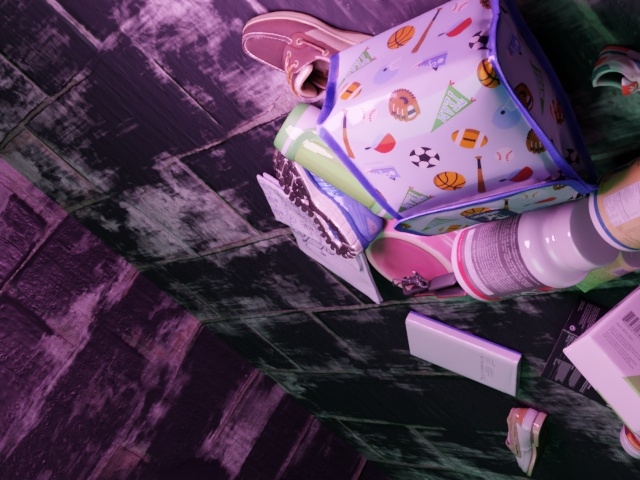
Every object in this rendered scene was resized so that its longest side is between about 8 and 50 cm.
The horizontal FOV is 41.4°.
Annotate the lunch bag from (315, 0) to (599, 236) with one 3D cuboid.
[{"bbox_3d":[0.233,-0.163,1.379,0.328,0.239,0.385,-15,135,32],"label":"lunch bag"}]

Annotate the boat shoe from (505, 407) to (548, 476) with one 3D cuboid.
[{"bbox_3d":[0.607,0.587,2.504,0.103,0.113,0.302,20,141,26],"label":"boat shoe"}]

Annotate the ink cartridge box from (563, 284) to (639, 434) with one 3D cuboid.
[{"bbox_3d":[0.617,0.186,1.537,0.198,0.273,0.115,51,159,12],"label":"ink cartridge box"}]

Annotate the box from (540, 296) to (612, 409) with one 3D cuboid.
[{"bbox_3d":[0.623,0.259,1.908,0.184,0.103,0.261,27,154,17],"label":"box"}]

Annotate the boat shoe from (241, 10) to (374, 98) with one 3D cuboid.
[{"bbox_3d":[-0.017,-0.326,1.565,0.342,0.123,0.123,21,152,22],"label":"boat shoe"}]

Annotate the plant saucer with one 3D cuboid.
[{"bbox_3d":[0.227,0.030,1.968,0.332,0.084,0.332,25,154,13],"label":"plant saucer"}]

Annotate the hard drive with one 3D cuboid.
[{"bbox_3d":[0.393,0.312,2.325,0.319,0.040,0.210,20,151,23],"label":"hard drive"}]

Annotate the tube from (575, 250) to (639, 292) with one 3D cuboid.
[{"bbox_3d":[0.553,0.051,1.682,0.240,0.062,0.070,133,124,-69],"label":"tube"}]

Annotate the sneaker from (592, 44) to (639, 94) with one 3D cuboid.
[{"bbox_3d":[0.475,-0.236,1.232,0.161,0.075,0.057,16,150,30],"label":"sneaker"}]

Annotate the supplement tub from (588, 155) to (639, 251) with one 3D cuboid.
[{"bbox_3d":[0.547,-0.073,1.360,0.144,0.144,0.200,37,154,-9],"label":"supplement tub"}]

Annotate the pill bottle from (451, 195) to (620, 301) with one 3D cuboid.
[{"bbox_3d":[0.411,0.013,1.625,0.176,0.176,0.318,40,153,-15],"label":"pill bottle"}]

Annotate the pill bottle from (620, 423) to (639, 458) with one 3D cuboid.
[{"bbox_3d":[0.796,0.443,2.017,0.121,0.121,0.221,25,153,14],"label":"pill bottle"}]

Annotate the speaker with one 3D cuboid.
[{"bbox_3d":[0.054,-0.166,1.768,0.296,0.131,0.131,33,154,0],"label":"speaker"}]

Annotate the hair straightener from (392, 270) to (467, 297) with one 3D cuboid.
[{"bbox_3d":[0.239,0.090,1.927,0.089,0.047,0.230,44,156,-22],"label":"hair straightener"}]

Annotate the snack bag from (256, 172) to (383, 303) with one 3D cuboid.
[{"bbox_3d":[0.000,0.000,2.129,0.323,0.037,0.342,33,161,33],"label":"snack bag"}]

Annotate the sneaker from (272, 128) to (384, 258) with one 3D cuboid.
[{"bbox_3d":[0.018,-0.122,1.886,0.330,0.147,0.130,53,155,4],"label":"sneaker"}]
